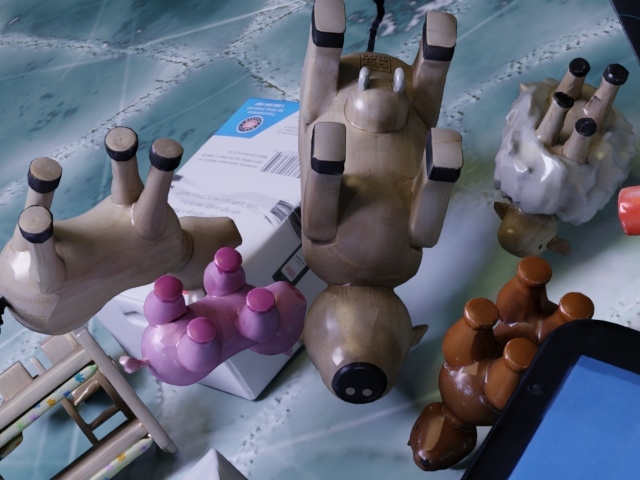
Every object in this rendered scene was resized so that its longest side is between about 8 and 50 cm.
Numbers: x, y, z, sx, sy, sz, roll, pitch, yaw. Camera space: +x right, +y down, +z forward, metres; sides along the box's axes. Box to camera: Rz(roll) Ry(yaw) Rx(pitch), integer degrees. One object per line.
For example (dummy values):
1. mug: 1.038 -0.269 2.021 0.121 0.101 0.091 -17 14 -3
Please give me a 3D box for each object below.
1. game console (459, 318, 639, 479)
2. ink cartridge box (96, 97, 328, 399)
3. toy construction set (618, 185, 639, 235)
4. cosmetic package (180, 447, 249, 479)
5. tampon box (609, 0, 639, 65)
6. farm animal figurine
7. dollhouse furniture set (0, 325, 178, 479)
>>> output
1. game console: 0.172 0.112 0.652 0.250 0.173 0.293 -46 4 47
2. ink cartridge box: -0.048 0.000 1.182 0.148 0.086 0.203 12 53 49
3. toy construction set: 0.284 -0.026 0.860 0.327 0.151 0.215 -16 58 38
4. cosmetic package: -0.060 0.191 0.835 0.117 0.085 0.231 -46 10 0
5. tampon box: 0.242 -0.210 1.185 0.101 0.120 0.161 -23 32 16
6. farm animal figurine: 0.000 0.000 1.023 0.330 0.172 0.327 19 53 5
7. dollhouse furniture set: -0.201 0.148 1.140 0.182 0.101 0.161 -37 7 -7
